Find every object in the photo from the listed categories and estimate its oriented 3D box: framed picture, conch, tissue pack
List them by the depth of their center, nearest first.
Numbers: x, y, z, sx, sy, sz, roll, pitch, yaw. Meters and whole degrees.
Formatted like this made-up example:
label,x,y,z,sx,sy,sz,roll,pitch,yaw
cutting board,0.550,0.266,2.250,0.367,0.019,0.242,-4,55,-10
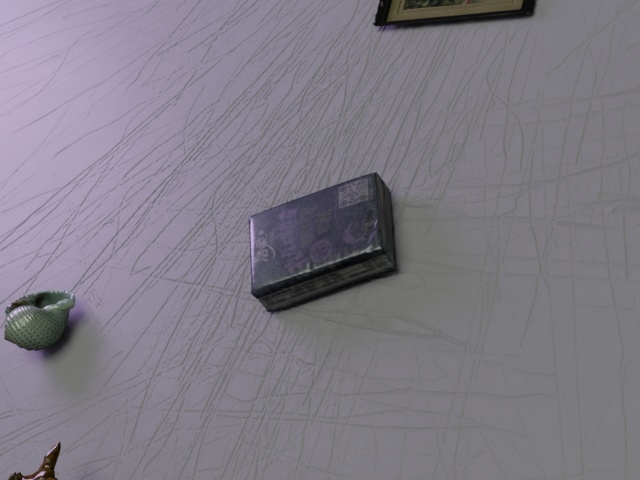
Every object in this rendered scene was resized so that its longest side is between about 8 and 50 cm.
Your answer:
label,x,y,z,sx,sy,sz,roll,pitch,yaw
tissue pack,0.000,0.000,1.935,0.156,0.051,0.112,-19,49,18
conch,-0.313,0.090,2.049,0.085,0.056,0.076,-11,29,-14
framed picture,0.168,-0.325,2.089,0.199,0.010,0.195,-2,58,29

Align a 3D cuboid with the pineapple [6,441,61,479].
label,x,y,z,sx,sy,sz,roll,pitch,yaw
pineapple,-0.256,0.326,1.786,0.158,0.161,0.334,-44,51,-1
